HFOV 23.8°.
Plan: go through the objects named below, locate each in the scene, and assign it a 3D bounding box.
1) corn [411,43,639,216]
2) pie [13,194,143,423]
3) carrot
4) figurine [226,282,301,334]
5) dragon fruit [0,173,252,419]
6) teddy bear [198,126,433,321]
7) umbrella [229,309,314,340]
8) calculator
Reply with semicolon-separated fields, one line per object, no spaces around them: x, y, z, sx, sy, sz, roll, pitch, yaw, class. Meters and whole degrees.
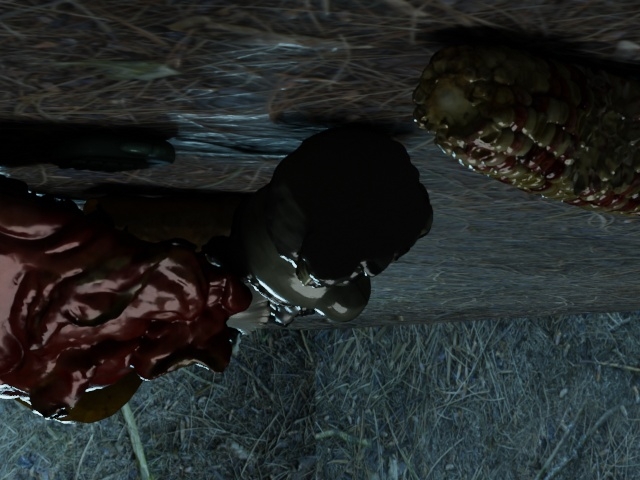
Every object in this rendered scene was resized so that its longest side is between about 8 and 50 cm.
0.171;-0.074;1.024;0.098;0.098;0.290;-6;169;41;corn
-0.274;0.074;1.626;0.069;0.273;0.273;-23;164;25;pie
-0.125;-0.007;1.631;0.263;0.101;0.102;-4;176;-25;carrot
-0.210;0.063;1.929;0.387;0.166;0.207;-1;158;-26;figurine
-0.254;0.066;1.290;0.329;0.228;0.286;21;177;17;dragon fruit
0.013;-0.011;1.314;0.171;0.144;0.251;-41;-179;-19;teddy bear
-0.099;0.095;2.429;0.154;0.128;0.337;-8;173;38;umbrella
-0.179;-0.074;1.308;0.095;0.021;0.153;3;173;-30;calculator
